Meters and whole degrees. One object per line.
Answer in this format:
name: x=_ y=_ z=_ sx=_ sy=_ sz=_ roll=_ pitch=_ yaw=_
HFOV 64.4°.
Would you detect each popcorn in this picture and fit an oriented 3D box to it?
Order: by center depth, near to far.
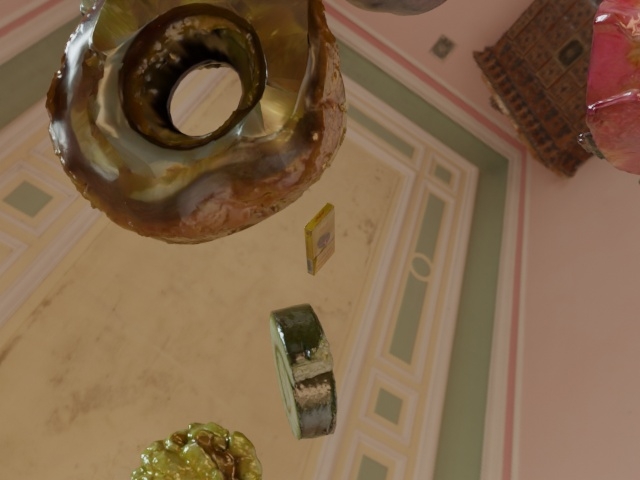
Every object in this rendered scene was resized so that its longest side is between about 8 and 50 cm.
popcorn: x=-0.276 y=0.520 z=1.104 sx=0.250 sy=0.241 sz=0.235 roll=-21 pitch=-114 yaw=-38

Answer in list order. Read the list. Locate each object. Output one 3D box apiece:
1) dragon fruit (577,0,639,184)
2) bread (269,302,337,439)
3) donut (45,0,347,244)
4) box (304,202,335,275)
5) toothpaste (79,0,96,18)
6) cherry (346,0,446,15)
dragon fruit: x=0.270 y=-0.107 z=0.337 sx=0.126 sy=0.161 sz=0.274 roll=40 pitch=179 yaw=44
bread: x=-0.046 y=0.361 z=1.423 sx=0.129 sy=0.382 sz=0.366 roll=-11 pitch=-115 yaw=-13
donut: x=-0.122 y=-0.151 z=0.535 sx=0.330 sy=0.160 sz=0.329 roll=-1 pitch=-85 yaw=-7
box: x=0.000 y=0.000 z=1.100 sx=0.023 sy=0.155 sz=0.087 roll=30 pitch=-123 yaw=24
toothpaste: x=-0.454 y=-0.426 z=1.038 sx=0.062 sy=0.216 sz=0.037 roll=-36 pitch=-99 yaw=-21
cherry: x=0.084 y=-0.314 z=0.522 sx=0.176 sy=0.176 sz=0.140 roll=3 pitch=-95 yaw=-30
